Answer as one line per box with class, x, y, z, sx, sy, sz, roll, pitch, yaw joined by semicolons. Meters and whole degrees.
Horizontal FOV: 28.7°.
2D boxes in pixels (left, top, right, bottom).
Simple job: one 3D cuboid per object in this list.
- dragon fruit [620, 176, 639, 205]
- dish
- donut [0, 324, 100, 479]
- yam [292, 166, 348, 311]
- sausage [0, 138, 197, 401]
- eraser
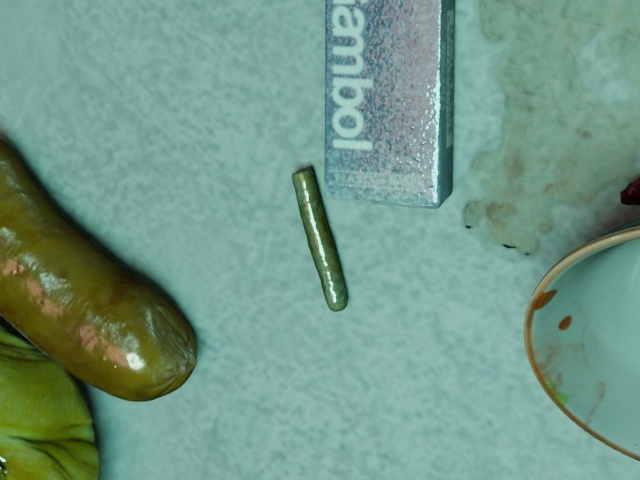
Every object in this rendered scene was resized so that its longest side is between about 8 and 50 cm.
dragon fruit;0.269;-0.055;0.836;0.131;0.097;0.063;-7;89;45
dish;0.270;0.053;0.821;0.260;0.085;0.260;13;139;12
donut;-0.356;0.203;1.084;0.360;0.170;0.361;6;109;19
yam;0.000;0.000;0.976;0.021;0.021;0.116;-11;99;23
sausage;-0.216;0.033;1.026;0.270;0.109;0.109;41;114;8
eraser;0.052;-0.133;0.907;0.091;0.046;0.213;6;106;19
